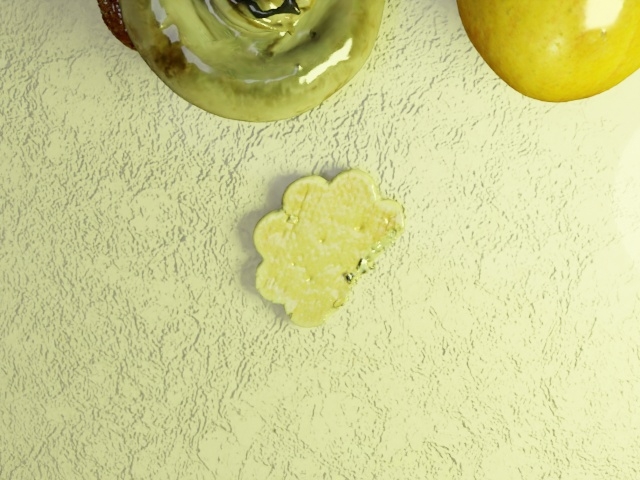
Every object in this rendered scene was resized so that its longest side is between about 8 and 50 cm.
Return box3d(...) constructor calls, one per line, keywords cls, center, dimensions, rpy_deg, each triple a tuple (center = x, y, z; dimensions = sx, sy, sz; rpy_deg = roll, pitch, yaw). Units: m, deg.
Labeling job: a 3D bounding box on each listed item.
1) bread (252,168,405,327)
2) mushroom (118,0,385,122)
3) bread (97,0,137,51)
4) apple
box3d(cls="bread", center=(0.000, 0.000, 1.486), dimensions=(0.182, 0.039, 0.251), rpy_deg=(40, 105, 2))
box3d(cls="mushroom", center=(-0.082, -0.337, 1.289), dimensions=(0.362, 0.294, 0.362), rpy_deg=(-1, 97, -10))
box3d(cls="bread", center=(-0.239, -0.360, 1.451), dimensions=(0.193, 0.064, 0.193), rpy_deg=(1, 97, 9))
box3d(cls="apple", center=(0.307, -0.330, 1.251), dimensions=(0.299, 0.299, 0.275), rpy_deg=(20, 131, 6))
